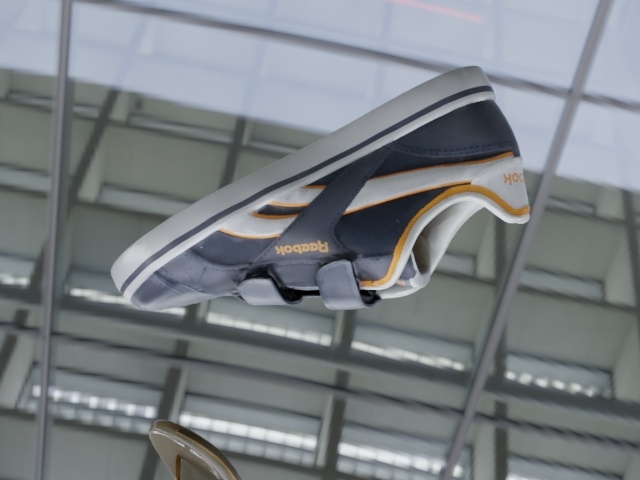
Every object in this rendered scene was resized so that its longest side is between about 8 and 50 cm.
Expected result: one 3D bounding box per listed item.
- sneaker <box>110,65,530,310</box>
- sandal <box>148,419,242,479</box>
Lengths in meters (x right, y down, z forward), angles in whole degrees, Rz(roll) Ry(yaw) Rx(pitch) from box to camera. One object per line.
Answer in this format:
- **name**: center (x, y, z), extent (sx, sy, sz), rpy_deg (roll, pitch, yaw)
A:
- **sneaker**: center (0.000, 0.000, 0.997), extent (0.127, 0.321, 0.126), rpy_deg (65, -165, 7)
- **sandal**: center (-0.093, 0.227, 1.117), extent (0.072, 0.180, 0.049), rpy_deg (-3, -154, 41)
